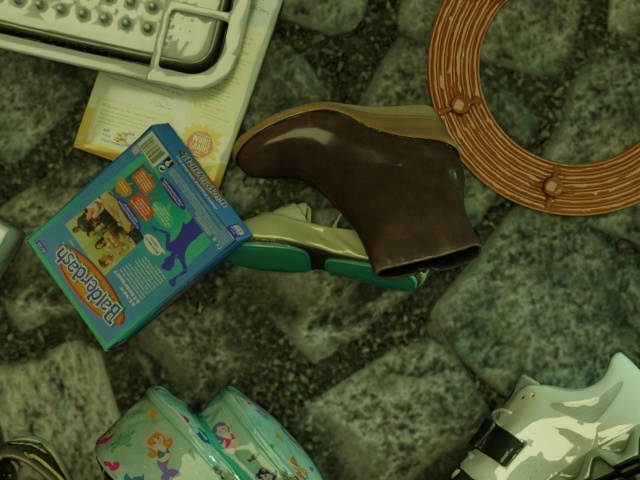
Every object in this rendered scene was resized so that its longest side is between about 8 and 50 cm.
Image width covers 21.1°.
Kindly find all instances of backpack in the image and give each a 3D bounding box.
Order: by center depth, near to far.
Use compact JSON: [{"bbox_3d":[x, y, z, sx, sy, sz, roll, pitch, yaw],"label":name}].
[{"bbox_3d":[-0.113,0.261,1.829,0.253,0.225,0.191,40,89,0],"label":"backpack"}]

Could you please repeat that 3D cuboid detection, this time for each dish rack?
[{"bbox_3d":[-0.230,-0.325,1.871,0.333,0.072,0.285,12,89,-1],"label":"dish rack"}]

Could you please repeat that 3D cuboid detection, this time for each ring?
[{"bbox_3d":[0.288,-0.195,1.926,0.337,0.032,0.336,0,89,1],"label":"ring"}]

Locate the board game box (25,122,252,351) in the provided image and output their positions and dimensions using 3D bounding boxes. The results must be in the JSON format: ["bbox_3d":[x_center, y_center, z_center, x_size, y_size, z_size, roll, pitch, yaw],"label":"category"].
[{"bbox_3d":[-0.202,-0.003,1.888,0.210,0.047,0.160,-39,83,21],"label":"board game box"}]

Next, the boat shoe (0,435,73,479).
[{"bbox_3d":[-0.271,0.364,1.895,0.117,0.097,0.324,-31,88,1],"label":"boat shoe"}]

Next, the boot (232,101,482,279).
[{"bbox_3d":[0.038,-0.051,1.861,0.248,0.090,0.206,-9,56,-5],"label":"boot"}]

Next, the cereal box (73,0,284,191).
[{"bbox_3d":[-0.158,-0.189,1.931,0.173,0.047,0.240,19,88,1],"label":"cereal box"}]

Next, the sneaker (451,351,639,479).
[{"bbox_3d":[0.219,0.232,1.886,0.331,0.122,0.146,-25,70,2],"label":"sneaker"}]

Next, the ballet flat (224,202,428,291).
[{"bbox_3d":[0.000,0.000,1.914,0.248,0.086,0.086,10,89,1],"label":"ballet flat"}]

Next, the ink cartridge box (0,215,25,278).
[{"bbox_3d":[-0.535,-0.014,1.902,0.353,0.119,0.207,30,90,2],"label":"ink cartridge box"}]
